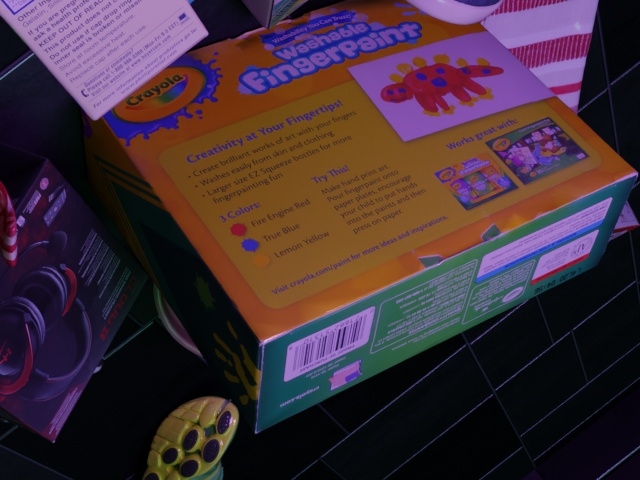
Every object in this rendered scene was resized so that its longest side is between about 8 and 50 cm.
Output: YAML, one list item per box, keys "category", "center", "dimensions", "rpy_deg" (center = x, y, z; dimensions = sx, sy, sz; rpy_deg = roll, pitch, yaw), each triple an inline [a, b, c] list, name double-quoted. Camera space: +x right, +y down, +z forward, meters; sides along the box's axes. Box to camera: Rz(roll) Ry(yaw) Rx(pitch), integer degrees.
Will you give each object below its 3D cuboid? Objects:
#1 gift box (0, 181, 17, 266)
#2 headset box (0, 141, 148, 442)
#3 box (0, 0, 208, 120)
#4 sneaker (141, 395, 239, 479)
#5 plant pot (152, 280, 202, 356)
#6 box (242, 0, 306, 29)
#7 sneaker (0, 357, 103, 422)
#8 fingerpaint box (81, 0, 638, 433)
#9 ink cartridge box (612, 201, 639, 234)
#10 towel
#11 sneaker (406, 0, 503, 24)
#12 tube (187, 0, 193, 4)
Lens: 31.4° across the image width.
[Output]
- category: "gift box"
  center: [-0.392, -0.040, 0.902]
  dimensions: [0.258, 0.255, 0.276]
  rpy_deg: [-20, 149, -25]
- category: "headset box"
  center: [-0.311, 0.062, 1.180]
  dimensions: [0.218, 0.110, 0.293]
  rpy_deg: [-62, 155, -19]
- category: "box"
  center: [-0.222, -0.246, 0.841]
  dimensions: [0.117, 0.213, 0.243]
  rpy_deg: [-37, 150, -2]
- category: "sneaker"
  center: [-0.206, 0.342, 1.778]
  dimensions: [0.123, 0.109, 0.296]
  rpy_deg: [-31, 156, -58]
- category: "plant pot"
  center: [-0.091, 0.027, 1.407]
  dimensions: [0.237, 0.110, 0.237]
  rpy_deg: [-6, 122, -9]
- category: "box"
  center: [0.063, -0.327, 1.076]
  dimensions: [0.322, 0.058, 0.232]
  rpy_deg: [-36, -175, -1]
- category: "sneaker"
  center: [-0.376, 0.175, 1.371]
  dimensions: [0.132, 0.086, 0.228]
  rpy_deg: [-49, 149, 21]
- category: "fingerpaint box"
  center: [0.030, -0.062, 1.199]
  dimensions: [0.444, 0.371, 0.163]
  rpy_deg: [-23, 146, -25]
- category: "ink cartridge box"
  center: [0.270, -0.011, 1.628]
  dimensions: [0.271, 0.130, 0.309]
  rpy_deg: [-29, 169, 30]
- category: "towel"
  center: [0.265, -0.247, 1.438]
  dimensions: [0.237, 0.037, 0.329]
  rpy_deg: [-18, 127, -33]
- category: "sneaker"
  center: [0.184, -0.330, 1.146]
  dimensions: [0.350, 0.131, 0.148]
  rpy_deg: [-38, 166, -48]
- category: "tube"
  center: [-0.073, -0.311, 1.085]
  dimensions: [0.207, 0.052, 0.080]
  rpy_deg: [-44, 160, -1]
